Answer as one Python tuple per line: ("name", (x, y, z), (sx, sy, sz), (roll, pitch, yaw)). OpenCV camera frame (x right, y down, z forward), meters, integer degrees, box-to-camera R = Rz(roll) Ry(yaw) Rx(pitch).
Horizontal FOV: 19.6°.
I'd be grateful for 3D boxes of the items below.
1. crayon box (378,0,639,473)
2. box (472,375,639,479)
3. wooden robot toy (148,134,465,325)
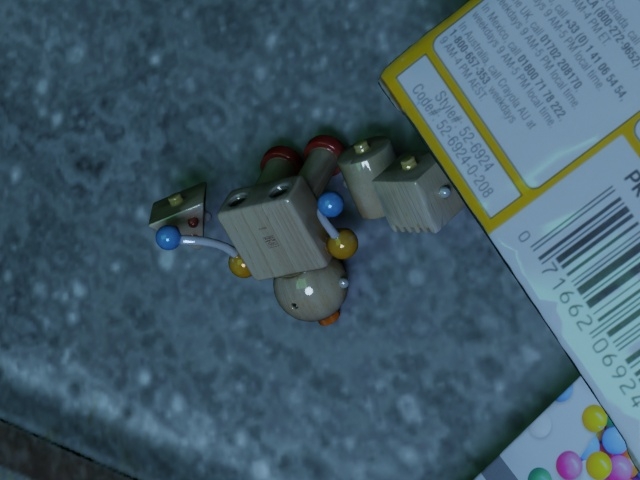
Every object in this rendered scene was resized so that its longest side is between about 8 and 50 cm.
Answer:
("crayon box", (0.210, -0.077, 0.700), (0.323, 0.083, 0.203), (-38, 67, 15))
("box", (0.149, 0.121, 0.776), (0.186, 0.038, 0.145), (-46, 65, 21))
("wooden robot toy", (0.000, 0.000, 0.878), (0.173, 0.076, 0.079), (-10, 117, 32))
